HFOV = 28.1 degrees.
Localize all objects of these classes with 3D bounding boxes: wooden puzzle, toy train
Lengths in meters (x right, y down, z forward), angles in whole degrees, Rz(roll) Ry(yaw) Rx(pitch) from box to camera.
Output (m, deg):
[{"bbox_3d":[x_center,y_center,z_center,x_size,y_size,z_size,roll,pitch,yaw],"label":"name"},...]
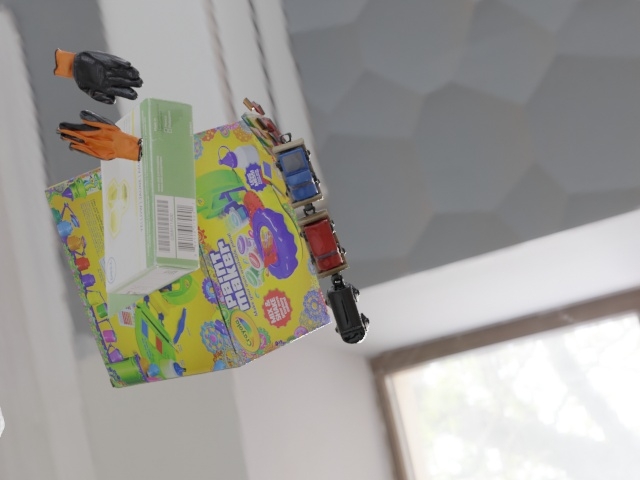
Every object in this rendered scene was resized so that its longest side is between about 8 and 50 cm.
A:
[{"bbox_3d":[-0.037,-0.076,0.976,0.006,0.049,0.083,-42,-65,-12],"label":"wooden puzzle"},{"bbox_3d":[0.000,0.000,0.904,0.036,0.027,0.158,-74,-36,-81],"label":"toy train"}]

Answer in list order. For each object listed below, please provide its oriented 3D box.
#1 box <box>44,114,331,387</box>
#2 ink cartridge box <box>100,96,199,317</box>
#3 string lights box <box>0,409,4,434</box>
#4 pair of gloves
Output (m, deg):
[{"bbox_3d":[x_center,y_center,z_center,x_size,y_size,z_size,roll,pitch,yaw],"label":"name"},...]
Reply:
[{"bbox_3d":[-0.178,0.020,1.690,0.177,0.279,0.290,-22,-85,-44],"label":"box"},{"bbox_3d":[-0.198,-0.026,1.308,0.056,0.235,0.171,5,-108,-32],"label":"ink cartridge box"},{"bbox_3d":[-0.377,0.111,0.925,0.077,0.260,0.133,-90,-8,-71],"label":"string lights box"},{"bbox_3d":[-0.163,-0.099,0.941,0.010,0.074,0.083,-45,-36,-60],"label":"pair of gloves"}]
